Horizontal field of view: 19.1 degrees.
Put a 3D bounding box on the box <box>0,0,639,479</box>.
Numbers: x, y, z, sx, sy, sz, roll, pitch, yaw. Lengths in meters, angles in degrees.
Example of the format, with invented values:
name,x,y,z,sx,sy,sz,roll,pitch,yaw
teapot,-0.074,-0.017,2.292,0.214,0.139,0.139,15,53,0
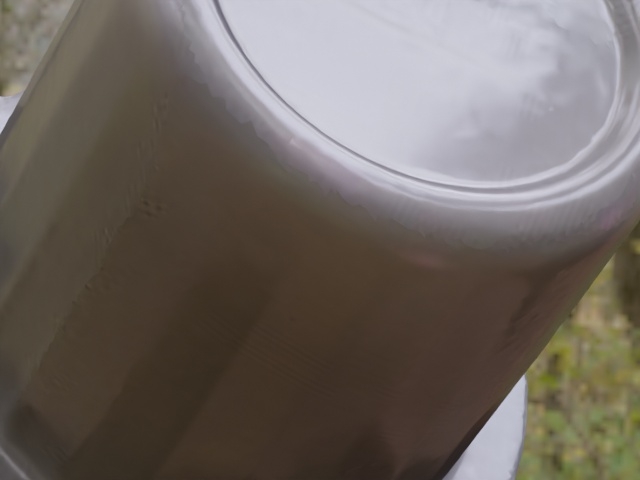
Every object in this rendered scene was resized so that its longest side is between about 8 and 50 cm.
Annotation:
name,x,y,z,sx,sy,sz,roll,pitch,yaw
box,0.000,0.000,0.624,0.262,0.291,0.206,-9,-29,-28
